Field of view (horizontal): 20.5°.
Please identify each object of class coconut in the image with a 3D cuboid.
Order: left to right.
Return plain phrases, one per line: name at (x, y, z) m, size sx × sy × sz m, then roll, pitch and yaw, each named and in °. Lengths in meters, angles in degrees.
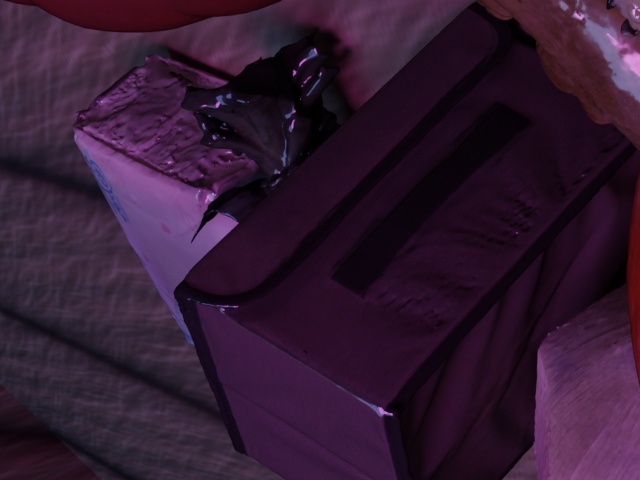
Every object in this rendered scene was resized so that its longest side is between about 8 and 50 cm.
coconut at (0.219, 0.118, 0.936) m, size 0.227 × 0.227 × 0.230 m, roll 30°, pitch 162°, yaw 38°

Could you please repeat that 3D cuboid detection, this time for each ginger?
ginger at (0.164, -0.093, 0.874) m, size 0.213 × 0.074 × 0.137 m, roll 39°, pitch 165°, yaw 5°

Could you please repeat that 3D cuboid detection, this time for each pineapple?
pineapple at (0.000, 0.000, 1.260) m, size 0.170 × 0.141 × 0.310 m, roll -16°, pitch 124°, yaw 17°

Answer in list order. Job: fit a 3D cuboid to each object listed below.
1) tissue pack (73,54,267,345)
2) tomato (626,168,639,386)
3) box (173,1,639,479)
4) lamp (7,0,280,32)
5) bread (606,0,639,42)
tissue pack at (-0.066, -0.003, 1.438) m, size 0.201 × 0.124 × 0.271 m, roll 23°, pitch 149°, yaw 41°
tomato at (0.251, 0.024, 0.558) m, size 0.321 × 0.321 × 0.321 m, roll 40°, pitch 159°, yaw 18°
box at (0.071, 0.029, 1.020) m, size 0.153 × 0.252 × 0.188 m, roll 33°, pitch 155°, yaw 31°
lamp at (-0.086, -0.245, 0.796) m, size 0.303 × 0.257 × 0.303 m, roll 9°, pitch 109°, yaw 27°
bread at (0.189, -0.130, 0.724) m, size 0.110 × 0.103 × 0.156 m, roll 27°, pitch 160°, yaw 18°
